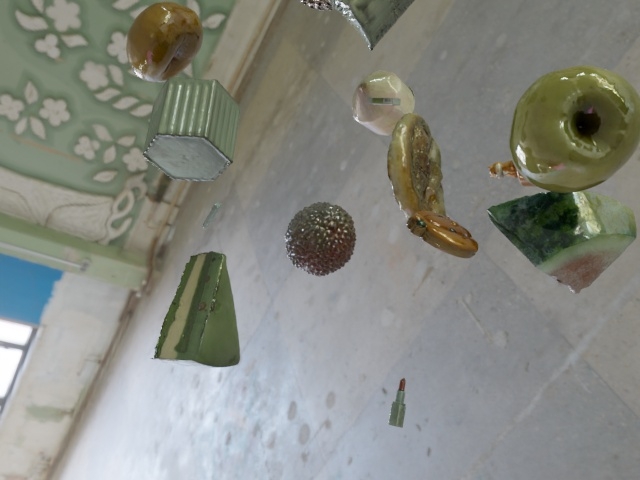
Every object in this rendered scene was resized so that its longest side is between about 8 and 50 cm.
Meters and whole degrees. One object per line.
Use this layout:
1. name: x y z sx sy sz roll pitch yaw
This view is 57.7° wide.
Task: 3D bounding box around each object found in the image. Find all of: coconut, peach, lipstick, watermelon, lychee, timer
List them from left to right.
1. peach: -0.450 -0.567 1.675 0.251 0.153 0.251 -51 -10 -13
2. lychee: 0.000 0.000 1.303 0.197 0.165 0.165 89 -176 -60
3. coconut: 0.216 -0.499 2.082 0.224 0.233 0.225 -25 57 46
4. lipstick: 0.211 0.432 1.556 0.030 0.030 0.129 -7 63 45
5. timer: 0.587 -0.218 1.763 0.152 0.132 0.132 -7 63 30
6. watermelon: 0.559 -0.011 1.368 0.193 0.309 0.232 -107 12 -54

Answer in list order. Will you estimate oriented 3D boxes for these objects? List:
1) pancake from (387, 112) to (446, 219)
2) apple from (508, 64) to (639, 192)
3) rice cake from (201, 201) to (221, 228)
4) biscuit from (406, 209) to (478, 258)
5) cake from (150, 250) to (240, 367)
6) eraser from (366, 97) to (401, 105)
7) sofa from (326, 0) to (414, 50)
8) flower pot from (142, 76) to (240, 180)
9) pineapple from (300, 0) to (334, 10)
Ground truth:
1. pancake: 0.309 -0.205 1.765 0.082 0.387 0.387 -7 62 29
2. apple: 0.509 -0.227 1.189 0.262 0.262 0.263 -40 39 43
3. rice cake: -0.326 -0.075 1.736 0.121 0.021 0.022 -47 1 46
4. biscuit: 0.267 -0.026 1.275 0.050 0.170 0.170 -65 27 20
5. cake: -0.276 0.186 1.454 0.157 0.172 0.284 -4 62 33
6. eraser: 0.162 -0.357 1.491 0.083 0.038 0.019 12 106 41
7. sofa: 0.092 -0.614 1.368 0.210 0.176 0.225 -50 59 5
8. flower pot: -0.334 -0.287 1.525 0.239 0.209 0.190 -34 46 48
9. pineapple: 0.049 -0.820 1.826 0.362 0.201 0.202 42 109 52
